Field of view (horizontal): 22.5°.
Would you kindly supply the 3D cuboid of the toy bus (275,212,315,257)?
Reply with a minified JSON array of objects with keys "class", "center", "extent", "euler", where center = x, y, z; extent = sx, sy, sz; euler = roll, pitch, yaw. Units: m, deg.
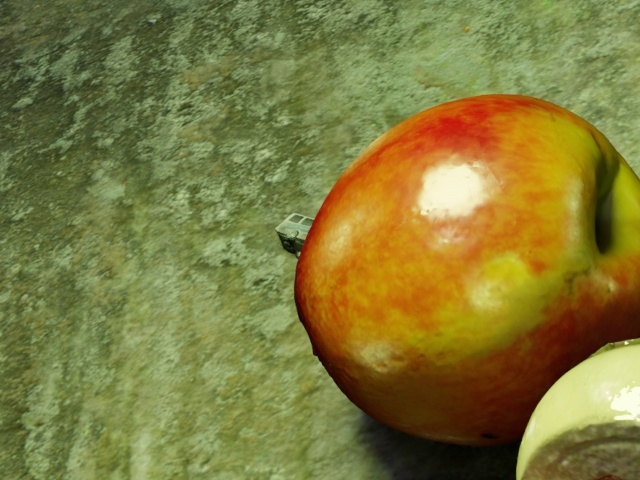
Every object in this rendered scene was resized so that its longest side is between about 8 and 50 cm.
[{"class":"toy bus","center":[0.000,0.000,2.055],"extent":[0.130,0.037,0.052],"euler":[16,50,45]}]

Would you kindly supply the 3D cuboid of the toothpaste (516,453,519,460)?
[{"class":"toothpaste","center":[0.362,0.186,1.564],"extent":[0.336,0.081,0.067],"euler":[-24,37,6]}]

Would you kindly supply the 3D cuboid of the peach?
[{"class":"peach","center":[0.156,0.037,1.650],"extent":[0.388,0.388,0.388],"euler":[-17,38,14]}]

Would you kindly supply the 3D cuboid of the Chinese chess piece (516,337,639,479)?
[{"class":"Chinese chess piece","center":[0.306,0.215,1.407],"extent":[0.270,0.270,0.112],"euler":[0,35,32]}]
